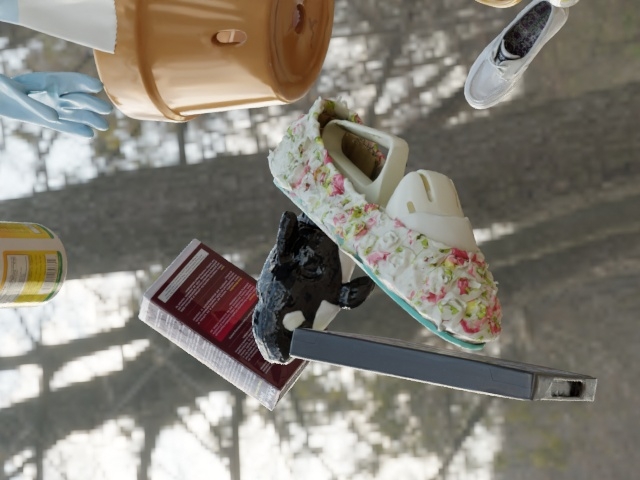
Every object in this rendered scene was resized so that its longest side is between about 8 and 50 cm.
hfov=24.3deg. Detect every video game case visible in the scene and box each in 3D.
[{"bbox_3d":[0.141,0.138,1.641,0.248,0.275,0.035,14,-95,-65],"label":"video game case"}]

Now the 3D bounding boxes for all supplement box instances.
[{"bbox_3d":[-0.125,0.119,2.128,0.130,0.239,0.073,-50,-11,-33],"label":"supplement box"}]

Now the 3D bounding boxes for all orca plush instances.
[{"bbox_3d":[0.000,0.000,1.706,0.287,0.151,0.102,-47,-45,-18],"label":"orca plush"}]

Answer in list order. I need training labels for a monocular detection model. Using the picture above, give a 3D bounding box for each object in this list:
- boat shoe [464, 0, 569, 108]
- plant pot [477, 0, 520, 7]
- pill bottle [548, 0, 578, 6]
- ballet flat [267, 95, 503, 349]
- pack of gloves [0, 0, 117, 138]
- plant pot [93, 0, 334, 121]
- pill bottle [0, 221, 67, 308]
[{"bbox_3d":[0.247,-0.242,1.914,0.066,0.184,0.063,52,-155,11],"label":"boat shoe"},{"bbox_3d":[0.147,-0.305,1.068,0.205,0.188,0.205,49,170,12],"label":"plant pot"},{"bbox_3d":[0.247,-0.262,1.509,0.083,0.043,0.043,33,-127,-81],"label":"pill bottle"},{"bbox_3d":[0.041,-0.023,0.943,0.091,0.241,0.077,12,-68,-41],"label":"ballet flat"},{"bbox_3d":[-0.301,-0.174,1.358,0.195,0.232,0.046,96,-169,-47],"label":"pack of gloves"},{"bbox_3d":[-0.113,-0.276,1.771,0.291,0.203,0.291,10,-90,-68],"label":"plant pot"},{"bbox_3d":[-0.435,0.032,1.935,0.208,0.117,0.117,0,-95,-64],"label":"pill bottle"}]
